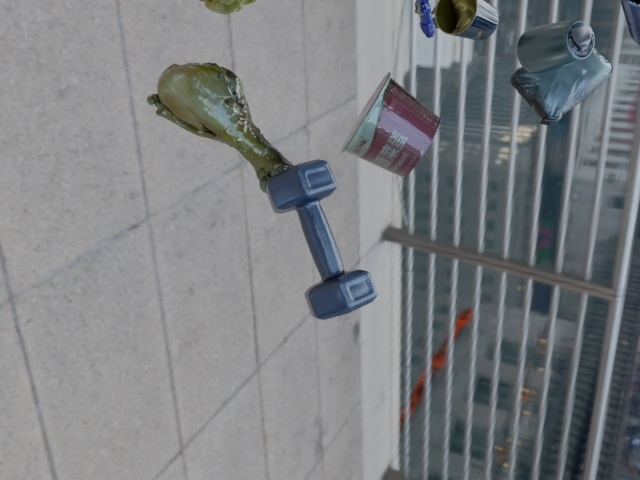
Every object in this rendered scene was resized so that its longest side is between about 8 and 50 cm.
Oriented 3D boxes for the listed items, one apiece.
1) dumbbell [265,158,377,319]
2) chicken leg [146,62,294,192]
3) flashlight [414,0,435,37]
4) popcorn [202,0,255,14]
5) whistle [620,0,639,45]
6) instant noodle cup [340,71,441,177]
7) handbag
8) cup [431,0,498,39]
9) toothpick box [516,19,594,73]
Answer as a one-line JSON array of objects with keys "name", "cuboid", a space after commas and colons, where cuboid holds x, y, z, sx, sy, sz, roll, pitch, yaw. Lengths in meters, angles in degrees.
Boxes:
[{"name": "dumbbell", "cuboid": [0.000, 0.000, 1.534, 0.160, 0.144, 0.325, 138, -67, -84]}, {"name": "chicken leg", "cuboid": [-0.211, -0.264, 1.756, 0.201, 0.429, 0.153, -45, 180, -25]}, {"name": "flashlight", "cuboid": [0.219, -0.474, 1.555, 0.121, 0.035, 0.057, 57, 17, -61]}, {"name": "popcorn", "cuboid": [-0.190, -0.731, 1.850, 0.334, 0.292, 0.293, -110, -166, -58]}, {"name": "whistle", "cuboid": [0.617, -0.459, 1.425, 0.304, 0.062, 0.062, 22, 79, -59]}, {"name": "instant noodle cup", "cuboid": [0.182, -0.279, 1.858, 0.235, 0.178, 0.235, -58, -175, 8]}, {"name": "handbag", "cuboid": [0.705, -0.482, 2.145, 0.332, 0.191, 0.075, -39, 176, -21]}, {"name": "cup", "cuboid": [0.398, -0.625, 2.059, 0.155, 0.176, 0.131, -2, 92, -49]}, {"name": "toothpick box", "cuboid": [0.604, -0.499, 1.882, 0.120, 0.184, 0.120, -2, 94, -25]}]
